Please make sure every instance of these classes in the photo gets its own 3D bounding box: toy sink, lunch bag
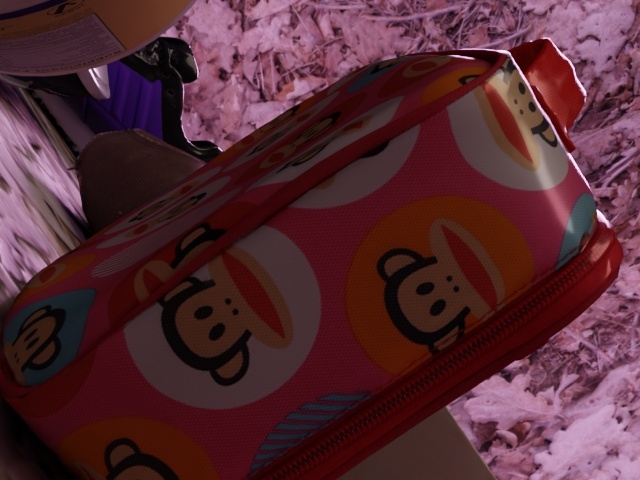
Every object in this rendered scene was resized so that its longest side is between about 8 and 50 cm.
[{"bbox_3d":[0.057,0.202,1.223,0.234,0.153,0.131,54,-1,-2],"label":"toy sink"},{"bbox_3d":[0.000,0.000,0.564,0.120,0.258,0.293,55,-1,-10],"label":"lunch bag"}]

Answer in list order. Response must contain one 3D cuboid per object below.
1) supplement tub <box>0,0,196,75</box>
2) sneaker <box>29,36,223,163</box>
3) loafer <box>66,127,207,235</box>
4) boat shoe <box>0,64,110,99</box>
[{"bbox_3d":[-0.161,-0.213,0.672,0.241,0.241,0.331,55,-1,-2],"label":"supplement tub"},{"bbox_3d":[-0.197,-0.162,1.227,0.293,0.146,0.102,56,-1,-17],"label":"sneaker"},{"bbox_3d":[-0.096,-0.011,1.065,0.130,0.134,0.366,55,-1,16],"label":"loafer"},{"bbox_3d":[-0.231,-0.172,0.988,0.302,0.091,0.114,69,6,-76],"label":"boat shoe"}]
